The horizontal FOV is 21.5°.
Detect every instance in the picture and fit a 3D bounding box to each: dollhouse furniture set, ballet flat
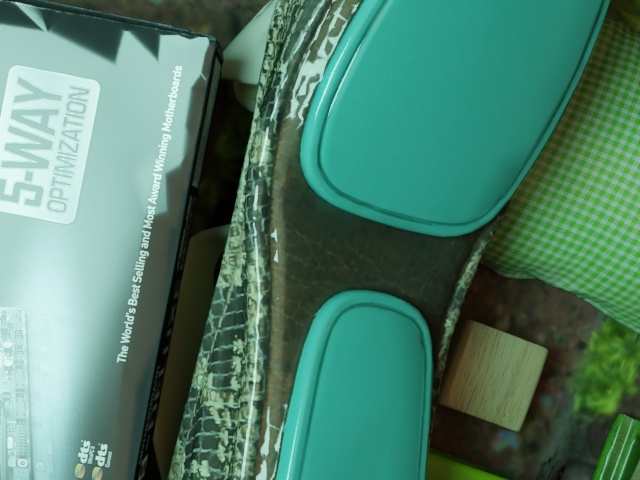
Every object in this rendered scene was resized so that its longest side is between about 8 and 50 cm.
[{"bbox_3d":[0.166,0.029,0.886,0.197,0.151,0.301,22,87,-18],"label":"dollhouse furniture set"},{"bbox_3d":[0.000,0.000,0.816,0.164,0.182,0.482,17,89,-40],"label":"ballet flat"}]

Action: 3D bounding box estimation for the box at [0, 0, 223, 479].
[{"bbox_3d":[-0.190,0.036,0.775,0.242,0.076,0.307,11,90,0],"label":"box"}]
